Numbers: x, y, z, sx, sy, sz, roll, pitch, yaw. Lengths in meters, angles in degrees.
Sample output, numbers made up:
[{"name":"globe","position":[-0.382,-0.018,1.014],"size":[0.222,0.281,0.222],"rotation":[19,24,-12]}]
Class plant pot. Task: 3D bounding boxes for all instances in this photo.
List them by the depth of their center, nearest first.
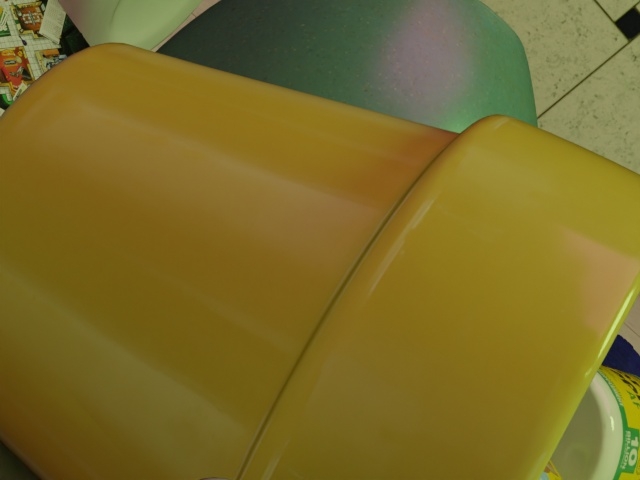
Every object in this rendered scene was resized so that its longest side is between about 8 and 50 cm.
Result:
[{"name":"plant pot","position":[-0.018,0.041,0.523],"size":[0.239,0.254,0.254],"rotation":[29,12,13]},{"name":"plant pot","position":[0.021,-0.067,0.806],"size":[0.290,0.195,0.290],"rotation":[29,-2,1]}]

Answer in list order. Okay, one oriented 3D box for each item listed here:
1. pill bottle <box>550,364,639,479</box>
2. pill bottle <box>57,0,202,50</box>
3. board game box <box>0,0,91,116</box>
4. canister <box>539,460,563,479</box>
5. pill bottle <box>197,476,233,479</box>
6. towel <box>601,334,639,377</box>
[{"name":"pill bottle","position":[0.199,0.149,0.939],"size":[0.208,0.117,0.117],"rotation":[20,25,-53]},{"name":"pill bottle","position":[-0.242,-0.305,1.027],"size":[0.334,0.188,0.188],"rotation":[43,15,9]},{"name":"board game box","position":[-0.190,-0.078,0.629],"size":[0.136,0.030,0.259],"rotation":[57,25,-17]},{"name":"canister","position":[0.069,0.133,0.760],"size":[0.170,0.073,0.126],"rotation":[36,15,-23]},{"name":"pill bottle","position":[0.021,0.196,0.306],"size":[0.265,0.153,0.153],"rotation":[42,15,4]},{"name":"towel","position":[0.288,0.175,1.191],"size":[0.308,0.076,0.228],"rotation":[42,21,8]}]
